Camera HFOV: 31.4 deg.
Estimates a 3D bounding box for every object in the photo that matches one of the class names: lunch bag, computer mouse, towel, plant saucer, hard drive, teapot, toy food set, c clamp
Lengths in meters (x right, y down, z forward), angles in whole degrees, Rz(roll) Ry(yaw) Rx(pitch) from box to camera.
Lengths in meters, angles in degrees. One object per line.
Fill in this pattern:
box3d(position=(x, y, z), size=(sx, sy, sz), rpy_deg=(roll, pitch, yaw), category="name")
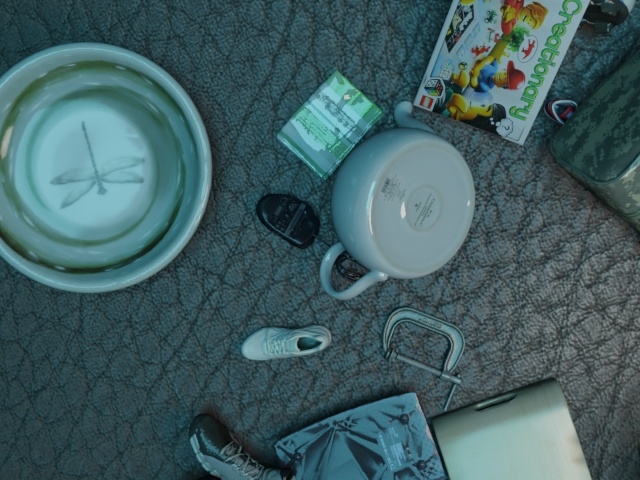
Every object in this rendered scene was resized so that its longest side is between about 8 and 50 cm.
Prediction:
box3d(position=(0.559, -0.147, 1.771), size=(0.305, 0.212, 0.256), rpy_deg=(-48, 121, 5), category="lunch bag")
box3d(position=(0.000, 0.000, 1.884), size=(0.242, 0.041, 0.071), rpy_deg=(34, 77, -5), category="computer mouse")
box3d(position=(0.015, -0.190, 1.875), size=(0.113, 0.023, 0.152), rpy_deg=(42, 94, -2), category="towel")
box3d(position=(-0.371, -0.118, 1.854), size=(0.400, 0.100, 0.401), rpy_deg=(0, 94, 1), category="plant saucer")
box3d(position=(0.065, 0.361, 1.889), size=(0.254, 0.054, 0.172), rpy_deg=(-21, 92, 3), category="hard drive")
box3d(position=(0.105, -0.061, 1.804), size=(0.256, 0.187, 0.253), rpy_deg=(-25, 113, -28), category="teapot")
box3d(position=(0.332, 0.405, 1.876), size=(0.219, 0.092, 0.306), rpy_deg=(-18, 84, 4), category="toy food set")
box3d(position=(0.170, 0.190, 1.892), size=(0.160, 0.022, 0.137), rpy_deg=(27, 94, 0), category="c clamp")

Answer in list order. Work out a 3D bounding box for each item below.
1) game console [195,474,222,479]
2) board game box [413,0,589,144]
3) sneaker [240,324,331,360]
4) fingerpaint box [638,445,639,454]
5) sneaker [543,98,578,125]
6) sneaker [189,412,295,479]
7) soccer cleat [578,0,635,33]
box3d(position=(-0.114, 0.546, 1.831), size=(0.213, 0.044, 0.361), rpy_deg=(-29, 86, 3), category="game console")
box3d(position=(0.285, -0.315, 1.773), size=(0.193, 0.053, 0.305), rpy_deg=(20, 125, 1), category="board game box")
box3d(position=(-0.059, 0.169, 1.880), size=(0.152, 0.061, 0.054), rpy_deg=(-10, 95, 4), category="sneaker")
box3d(position=(0.714, 0.377, 1.674), size=(0.371, 0.445, 0.163), rpy_deg=(-14, 92, 3), category="fingerpaint box")
box3d(position=(0.418, -0.192, 1.839), size=(0.118, 0.067, 0.042), rpy_deg=(28, 94, 0), category="sneaker")
box3d(position=(-0.110, 0.368, 1.858), size=(0.132, 0.086, 0.229), rpy_deg=(-24, 103, 37), category="sneaker")
box3d(position=(0.341, -0.431, 1.820), size=(0.331, 0.116, 0.143), rpy_deg=(15, 70, 4), category="soccer cleat")
